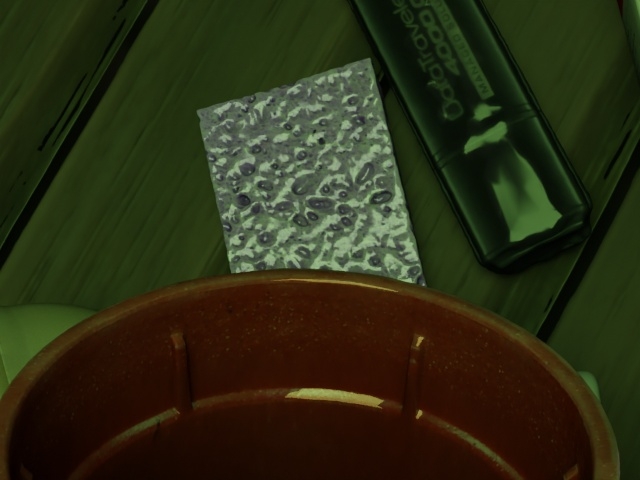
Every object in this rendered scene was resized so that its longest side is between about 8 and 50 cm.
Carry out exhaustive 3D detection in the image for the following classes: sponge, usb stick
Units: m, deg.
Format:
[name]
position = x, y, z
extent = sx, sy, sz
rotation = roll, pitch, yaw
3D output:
[sponge]
position = 0.000, 0.000, 0.915
extent = 0.117, 0.031, 0.210
rotation = -15, 73, 6
[usb stick]
position = 0.079, -0.109, 0.924
extent = 0.077, 0.045, 0.278
rotation = -28, 72, 9

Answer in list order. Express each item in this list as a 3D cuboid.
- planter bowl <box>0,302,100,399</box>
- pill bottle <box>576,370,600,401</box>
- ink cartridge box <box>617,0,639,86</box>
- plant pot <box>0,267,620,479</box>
[planter bowl]
position = -0.130, 0.108, 0.856
extent = 0.109, 0.162, 0.162
rotation = -10, 71, -21
[pill bottle]
position = 0.078, 0.120, 0.838
extent = 0.160, 0.087, 0.087
rotation = -4, 74, 9
[ink cartridge box]
position = 0.254, -0.120, 0.877
extent = 0.134, 0.078, 0.231
rotation = -13, 72, 6
[plant pot]
position = -0.010, 0.195, 0.710
extent = 0.272, 0.272, 0.265
rotation = 8, 121, 12
